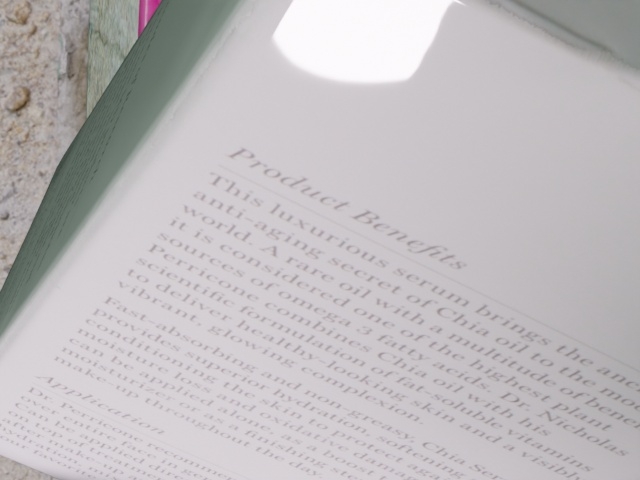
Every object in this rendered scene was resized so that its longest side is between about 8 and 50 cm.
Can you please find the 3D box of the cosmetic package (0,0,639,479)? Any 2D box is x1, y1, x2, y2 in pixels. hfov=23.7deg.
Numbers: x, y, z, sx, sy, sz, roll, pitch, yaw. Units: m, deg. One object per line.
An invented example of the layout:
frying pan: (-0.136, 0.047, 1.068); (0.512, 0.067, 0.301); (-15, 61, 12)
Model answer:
cosmetic package: (0.027, -0.009, 0.591); (0.453, 0.230, 0.161); (-41, 27, 57)

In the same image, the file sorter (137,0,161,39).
file sorter: (0.000, 0.000, 0.941); (0.182, 0.202, 0.290); (-128, 40, -59)
